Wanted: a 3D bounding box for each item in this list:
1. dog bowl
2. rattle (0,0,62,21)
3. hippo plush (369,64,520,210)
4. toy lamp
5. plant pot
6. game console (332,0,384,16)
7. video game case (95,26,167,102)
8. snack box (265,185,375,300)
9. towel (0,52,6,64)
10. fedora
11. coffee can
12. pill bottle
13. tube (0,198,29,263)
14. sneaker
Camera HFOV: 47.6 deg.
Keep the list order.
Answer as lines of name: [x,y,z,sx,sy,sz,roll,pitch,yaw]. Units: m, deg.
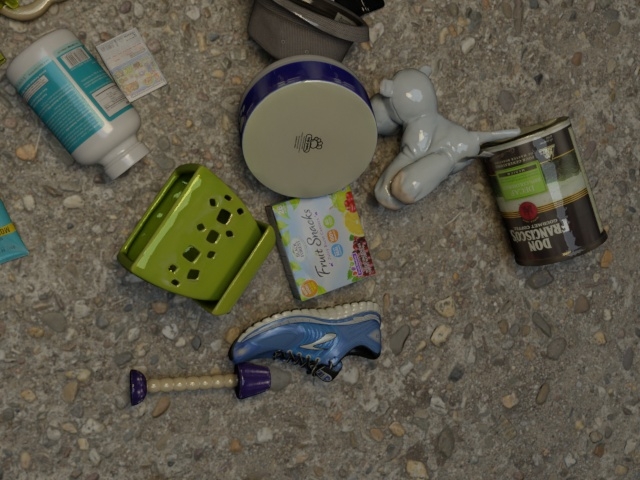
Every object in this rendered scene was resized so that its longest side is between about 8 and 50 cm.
dog bowl: [-0.025,-0.215,1.401,0.265,0.104,0.265,-5,130,-5]
rattle: [-0.508,-0.477,1.295,0.200,0.143,0.130,-9,77,-11]
hippo plush: [0.180,-0.216,1.458,0.234,0.294,0.236,-36,95,-35]
toy lamp: [-0.236,0.284,1.443,0.275,0.080,0.080,-3,93,-17]
plant pot: [-0.226,0.006,1.362,0.207,0.227,0.228,37,82,-21]
game console: [0.063,-0.530,1.532,0.107,0.071,0.122,-23,100,15]
video game case: [-0.366,-0.339,1.407,0.087,0.011,0.122,-31,101,-14]
snack box: [0.000,0.000,1.506,0.174,0.070,0.207,-19,97,-16]
towel: [-0.695,-0.293,1.303,0.237,0.021,0.102,-42,104,-11]
fedora: [-0.045,-0.420,1.422,0.275,0.243,0.124,22,117,-11]
coffee can: [0.484,-0.107,1.584,0.201,0.201,0.275,-23,98,-15]
pill bottle: [-0.430,-0.239,1.322,0.146,0.146,0.264,-40,103,-12]
tube: [-0.613,-0.057,1.329,0.080,0.052,0.207,-19,104,-6]
sneaker: [-0.021,0.214,1.463,0.330,0.130,0.147,-7,73,-17]
